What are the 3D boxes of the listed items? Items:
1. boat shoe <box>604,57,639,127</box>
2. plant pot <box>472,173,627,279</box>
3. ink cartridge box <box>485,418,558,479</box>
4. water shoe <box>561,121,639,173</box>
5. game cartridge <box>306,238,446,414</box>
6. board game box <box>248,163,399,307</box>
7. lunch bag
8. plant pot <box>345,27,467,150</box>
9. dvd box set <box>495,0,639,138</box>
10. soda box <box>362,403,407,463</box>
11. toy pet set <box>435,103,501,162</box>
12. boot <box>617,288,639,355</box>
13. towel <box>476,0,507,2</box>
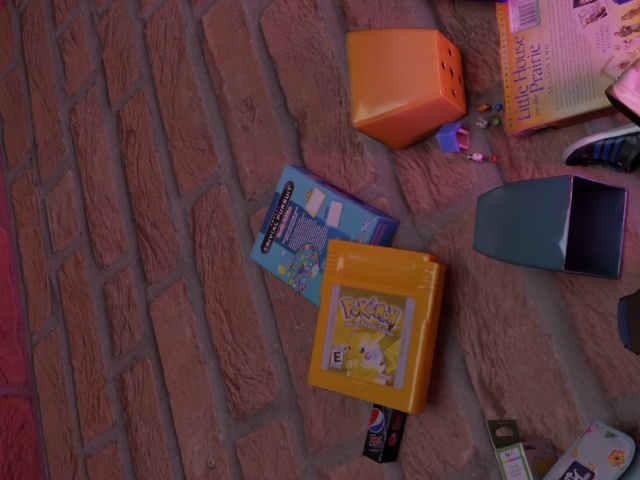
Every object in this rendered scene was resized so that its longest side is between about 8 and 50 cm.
[{"bbox_3d":[0.609,-0.181,1.387,0.302,0.109,0.098,45,99,19],"label":"boat shoe"},{"bbox_3d":[0.403,-0.023,1.556,0.234,0.166,0.165,2,85,52],"label":"plant pot"},{"bbox_3d":[0.380,0.416,1.538,0.062,0.109,0.209,-32,62,36],"label":"ink cartridge box"},{"bbox_3d":[0.523,-0.154,1.515,0.203,0.073,0.080,-20,73,41],"label":"water shoe"},{"bbox_3d":[0.111,0.172,1.782,0.285,0.053,0.323,8,91,37],"label":"game cartridge"},{"bbox_3d":[0.000,0.000,1.988,0.336,0.079,0.253,33,106,42],"label":"board game box"},{"bbox_3d":[0.478,0.439,1.369,0.223,0.160,0.262,-48,52,-5],"label":"lunch bag"},{"bbox_3d":[0.190,-0.328,1.783,0.187,0.212,0.212,-9,77,30],"label":"plant pot"},{"bbox_3d":[0.523,-0.381,1.559,0.420,0.062,0.307,-13,75,42],"label":"dvd box set"},{"bbox_3d":[0.142,0.381,1.805,0.053,0.060,0.168,15,94,43],"label":"soda box"},{"bbox_3d":[0.301,-0.222,1.744,0.114,0.065,0.122,0,83,44],"label":"toy pet set"},{"bbox_3d":[0.569,0.181,1.436,0.106,0.082,0.219,155,111,-63],"label":"boot"},{"bbox_3d":[0.306,-0.603,1.743,0.308,0.076,0.227,27,90,49],"label":"towel"}]
